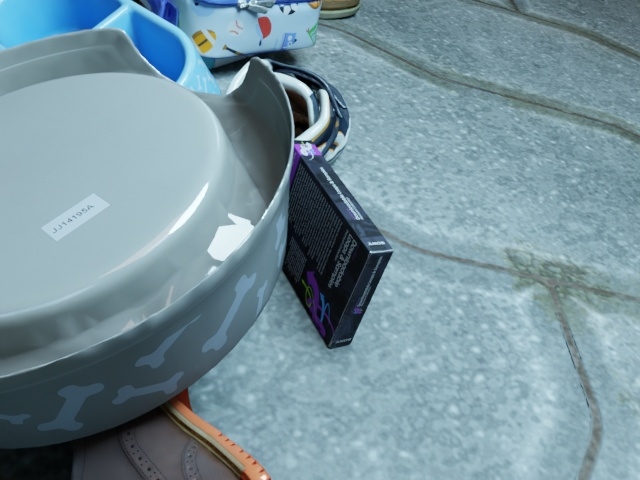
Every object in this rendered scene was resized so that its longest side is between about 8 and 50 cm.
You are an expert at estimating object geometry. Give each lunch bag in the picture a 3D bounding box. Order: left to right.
[{"bbox_3d":[-0.148,-0.370,0.990,0.243,0.115,0.303,-15,47,-35],"label":"lunch bag"}]

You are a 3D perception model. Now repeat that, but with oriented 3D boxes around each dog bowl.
[{"bbox_3d":[-0.181,-0.017,0.480,0.348,0.102,0.349,-6,46,6],"label":"dog bowl"},{"bbox_3d":[-0.242,-0.194,0.747,0.297,0.074,0.166,34,67,21],"label":"dog bowl"}]

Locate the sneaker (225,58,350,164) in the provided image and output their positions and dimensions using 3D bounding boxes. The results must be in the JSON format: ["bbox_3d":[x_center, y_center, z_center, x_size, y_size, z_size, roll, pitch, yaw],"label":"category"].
[{"bbox_3d":[-0.030,-0.147,0.802,0.126,0.128,0.321,21,35,4],"label":"sneaker"}]

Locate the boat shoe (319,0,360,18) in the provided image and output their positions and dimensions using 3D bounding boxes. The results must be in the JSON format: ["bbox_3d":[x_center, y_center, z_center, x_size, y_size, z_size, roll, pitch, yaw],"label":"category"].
[{"bbox_3d":[-0.060,-0.466,1.202,0.307,0.104,0.111,1,40,-23],"label":"boat shoe"}]

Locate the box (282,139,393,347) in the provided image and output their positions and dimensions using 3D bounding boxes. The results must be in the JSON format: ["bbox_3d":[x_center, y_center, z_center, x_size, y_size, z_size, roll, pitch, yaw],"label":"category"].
[{"bbox_3d":[0.000,0.000,0.635,0.029,0.116,0.162,-4,43,-29],"label":"box"}]

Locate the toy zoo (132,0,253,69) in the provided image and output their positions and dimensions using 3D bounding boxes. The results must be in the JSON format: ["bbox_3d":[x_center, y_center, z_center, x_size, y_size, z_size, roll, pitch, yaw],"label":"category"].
[{"bbox_3d":[-0.226,-0.295,0.977,0.192,0.030,0.293,33,39,17],"label":"toy zoo"}]

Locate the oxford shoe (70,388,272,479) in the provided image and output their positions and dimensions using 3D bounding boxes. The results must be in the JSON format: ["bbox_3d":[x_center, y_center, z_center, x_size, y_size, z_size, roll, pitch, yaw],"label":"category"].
[{"bbox_3d":[-0.090,0.164,0.428,0.098,0.097,0.271,-32,52,-26],"label":"oxford shoe"}]
